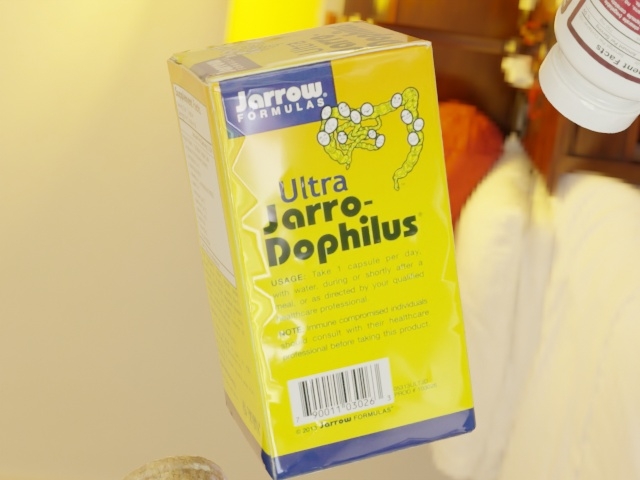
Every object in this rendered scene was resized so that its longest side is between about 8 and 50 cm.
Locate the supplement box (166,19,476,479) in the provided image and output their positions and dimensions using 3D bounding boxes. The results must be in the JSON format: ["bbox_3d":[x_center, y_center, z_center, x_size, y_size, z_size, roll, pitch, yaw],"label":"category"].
[{"bbox_3d":[0.000,0.000,1.259,0.194,0.195,0.356,-139,38,-69],"label":"supplement box"}]

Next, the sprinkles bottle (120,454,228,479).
[{"bbox_3d":[-0.096,0.356,1.220,0.355,0.121,0.121,-114,25,-43],"label":"sprinkles bottle"}]

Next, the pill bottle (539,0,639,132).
[{"bbox_3d":[0.186,-0.135,0.785,0.152,0.086,0.086,120,159,-44],"label":"pill bottle"}]
